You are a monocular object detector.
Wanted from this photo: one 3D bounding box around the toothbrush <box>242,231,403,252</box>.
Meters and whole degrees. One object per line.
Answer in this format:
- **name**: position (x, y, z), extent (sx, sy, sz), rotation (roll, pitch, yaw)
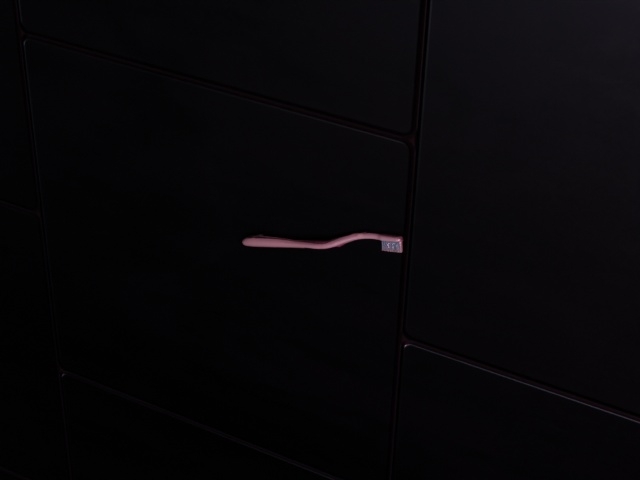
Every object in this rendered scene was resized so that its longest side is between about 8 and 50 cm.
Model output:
- **toothbrush**: position (0.000, 0.000, 1.404), extent (0.204, 0.017, 0.022), rotation (1, 101, 31)
